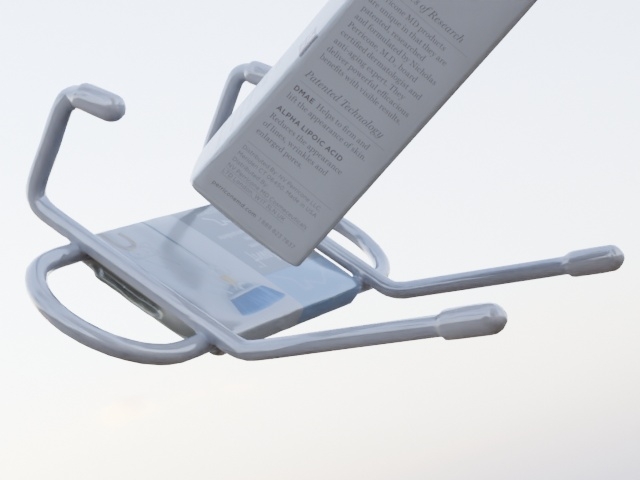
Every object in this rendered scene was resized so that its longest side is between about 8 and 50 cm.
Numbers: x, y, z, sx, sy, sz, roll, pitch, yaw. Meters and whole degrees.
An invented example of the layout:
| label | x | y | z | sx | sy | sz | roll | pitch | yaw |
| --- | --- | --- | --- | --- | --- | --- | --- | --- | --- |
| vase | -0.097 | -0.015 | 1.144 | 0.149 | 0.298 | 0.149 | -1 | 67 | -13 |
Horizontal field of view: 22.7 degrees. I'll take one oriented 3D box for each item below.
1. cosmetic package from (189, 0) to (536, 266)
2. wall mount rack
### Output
| label | x | y | z | sx | sy | sz | roll | pitch | yaw |
| --- | --- | --- | --- | --- | --- | --- | --- | --- | --- |
| cosmetic package | 0.031 | -0.104 | 0.914 | 0.231 | 0.085 | 0.117 | -50 | 9 | 13 |
| wall mount rack | 0.000 | 0.000 | 0.980 | 0.350 | 0.304 | 0.130 | -19 | -43 | -60 |
